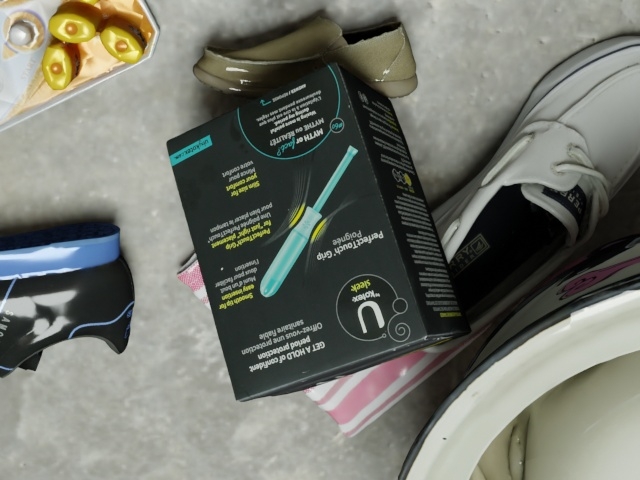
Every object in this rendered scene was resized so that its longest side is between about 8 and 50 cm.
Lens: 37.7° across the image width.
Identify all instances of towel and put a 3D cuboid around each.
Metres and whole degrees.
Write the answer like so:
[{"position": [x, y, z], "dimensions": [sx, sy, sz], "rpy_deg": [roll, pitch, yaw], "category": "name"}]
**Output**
[{"position": [0.013, 0.044, 0.677], "dimensions": [0.144, 0.029, 0.197], "rpy_deg": [-41, 110, 10], "category": "towel"}]

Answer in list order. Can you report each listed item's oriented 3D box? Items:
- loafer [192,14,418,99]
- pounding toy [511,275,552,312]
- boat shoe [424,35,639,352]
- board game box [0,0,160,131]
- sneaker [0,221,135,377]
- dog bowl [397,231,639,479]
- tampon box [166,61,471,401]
[{"position": [-0.009, -0.119, 0.602], "dimensions": [0.148, 0.056, 0.050], "rpy_deg": [-3, 110, -16], "category": "loafer"}, {"position": [0.256, 0.117, 0.698], "dimensions": [0.206, 0.094, 0.181], "rpy_deg": [-7, 111, -4], "category": "pounding toy"}, {"position": [0.146, -0.030, 0.621], "dimensions": [0.267, 0.088, 0.096], "rpy_deg": [-40, 110, -2], "category": "boat shoe"}, {"position": [-0.352, -0.198, 0.532], "dimensions": [0.390, 0.050, 0.390], "rpy_deg": [-25, 112, 3], "category": "board game box"}, {"position": [-0.240, 0.049, 0.620], "dimensions": [0.232, 0.081, 0.090], "rpy_deg": [-7, 104, -5], "category": "sneaker"}, {"position": [0.251, 0.167, 0.566], "dimensions": [0.408, 0.150, 0.408], "rpy_deg": [5, 114, 11], "category": "dog bowl"}, {"position": [0.000, 0.000, 0.560], "dimensions": [0.120, 0.101, 0.161], "rpy_deg": [-21, 78, 20], "category": "tampon box"}]
